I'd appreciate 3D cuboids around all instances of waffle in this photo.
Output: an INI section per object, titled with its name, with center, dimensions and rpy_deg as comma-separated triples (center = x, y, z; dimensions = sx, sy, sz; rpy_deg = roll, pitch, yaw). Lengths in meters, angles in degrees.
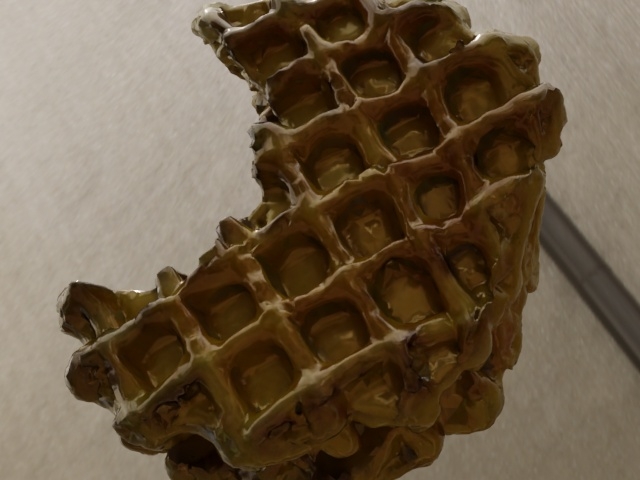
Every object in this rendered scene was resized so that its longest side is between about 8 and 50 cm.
[waffle]
center = 0.000, 0.000, 0.867
dimensions = 0.261, 0.151, 0.324
rpy_deg = 13, -108, 26
